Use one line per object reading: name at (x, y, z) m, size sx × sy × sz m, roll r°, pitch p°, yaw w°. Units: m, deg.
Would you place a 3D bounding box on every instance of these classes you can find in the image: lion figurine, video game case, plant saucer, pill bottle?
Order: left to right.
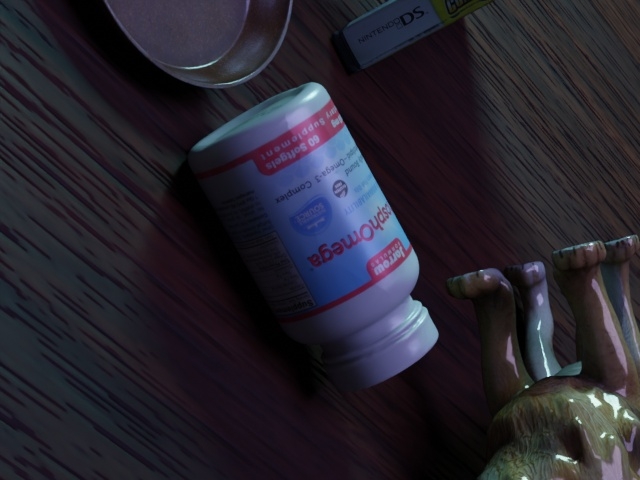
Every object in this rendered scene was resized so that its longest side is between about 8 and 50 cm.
plant saucer at (-0.081, -0.166, 0.931) m, size 0.168 × 0.029 × 0.168 m, roll 16°, pitch 69°, yaw -48°
pill bottle at (0.000, 0.000, 0.917) m, size 0.160 × 0.087 × 0.087 m, roll 60°, pitch 28°, yaw -11°
video game case at (0.161, -0.215, 1.194) m, size 0.035 × 0.248 × 0.275 m, roll 61°, pitch 28°, yaw -6°
lion figurine at (0.174, 0.126, 1.078) m, size 0.392 × 0.142 × 0.240 m, roll -9°, pitch 84°, yaw -66°
